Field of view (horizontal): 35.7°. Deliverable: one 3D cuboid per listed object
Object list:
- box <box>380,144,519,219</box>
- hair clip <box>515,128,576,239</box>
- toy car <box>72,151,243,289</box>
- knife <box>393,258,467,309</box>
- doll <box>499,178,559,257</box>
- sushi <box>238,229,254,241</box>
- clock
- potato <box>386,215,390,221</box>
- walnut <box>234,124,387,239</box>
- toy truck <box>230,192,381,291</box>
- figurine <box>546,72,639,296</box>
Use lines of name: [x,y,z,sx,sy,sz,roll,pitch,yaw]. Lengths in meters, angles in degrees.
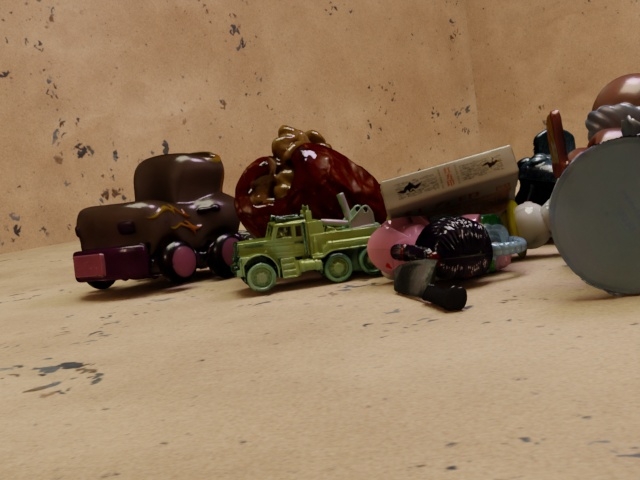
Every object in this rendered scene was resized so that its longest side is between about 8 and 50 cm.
box: [0.215,-0.057,1.617,0.205,0.051,0.365,-16,-14,6]
hair clip: [0.471,-0.093,1.786,0.310,0.194,0.206,-8,17,-21]
toy car: [-0.298,-0.039,1.836,0.271,0.240,0.341,-5,3,41]
knife: [0.137,0.052,1.303,0.028,0.060,0.230,13,-1,-16]
doll: [0.373,-0.040,1.549,0.241,0.098,0.135,-17,-19,18]
sushi: [-0.197,0.020,2.128,0.210,0.040,0.193,0,16,35]
clock: [0.192,0.009,1.440,0.194,0.100,0.195,-8,7,-23]
potato: [0.156,-0.024,1.887,0.105,0.085,0.188,-6,10,35]
walnut: [-0.015,-0.086,1.744,0.222,0.243,0.269,-2,-21,29]
toy truck: [-0.019,0.002,1.602,0.260,0.135,0.128,-12,6,-10]
figurine: [0.418,-0.074,1.313,0.248,0.276,0.388,-31,-2,14]
